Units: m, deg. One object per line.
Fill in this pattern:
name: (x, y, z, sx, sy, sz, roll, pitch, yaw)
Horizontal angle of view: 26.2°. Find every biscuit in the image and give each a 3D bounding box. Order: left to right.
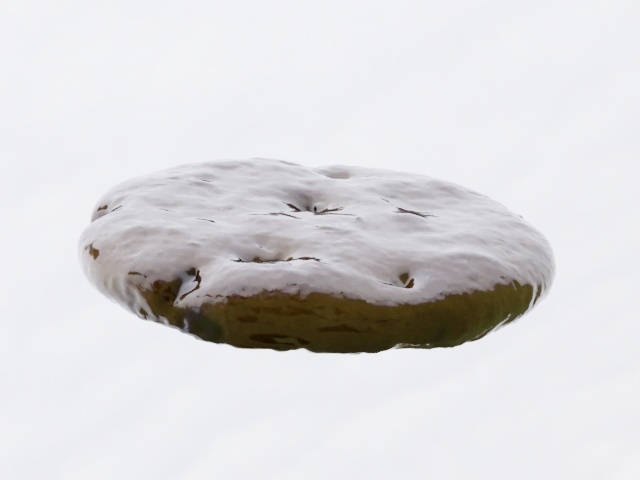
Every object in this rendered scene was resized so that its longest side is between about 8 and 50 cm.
biscuit: (0.000, 0.000, 0.605, 0.212, 0.212, 0.036, -6, -69, -26)
